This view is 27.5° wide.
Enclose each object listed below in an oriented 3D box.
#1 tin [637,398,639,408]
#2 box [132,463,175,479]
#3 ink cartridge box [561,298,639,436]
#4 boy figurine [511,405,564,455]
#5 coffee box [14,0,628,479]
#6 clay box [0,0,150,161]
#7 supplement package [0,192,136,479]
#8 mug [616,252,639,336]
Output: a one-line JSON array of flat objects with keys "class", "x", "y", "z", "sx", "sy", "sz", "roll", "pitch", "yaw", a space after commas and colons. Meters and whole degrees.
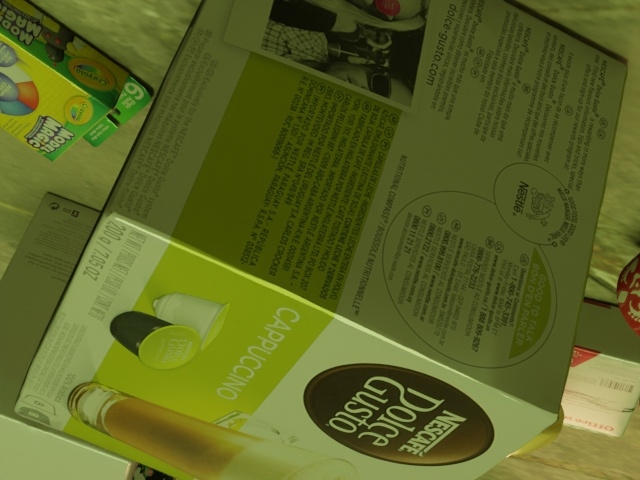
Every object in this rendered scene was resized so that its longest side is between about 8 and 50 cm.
[{"class": "tin", "x": 0.413, "y": 0.182, "z": 1.370, "sx": 0.190, "sy": 0.040, "sz": 0.106, "roll": 39, "pitch": 144, "yaw": -26}, {"class": "box", "x": -0.256, "y": 0.353, "z": 1.890, "sx": 0.083, "sy": 0.052, "sz": 0.062, "roll": 18, "pitch": 145, "yaw": 4}, {"class": "ink cartridge box", "x": 0.274, "y": 0.130, "z": 1.337, "sx": 0.109, "sy": 0.063, "sz": 0.150, "roll": 14, "pitch": 145, "yaw": 8}, {"class": "boy figurine", "x": 0.126, "y": 0.166, "z": 1.371, "sx": 0.092, "sy": 0.177, "sz": 0.285, "roll": 5, "pitch": 174, "yaw": -43}, {"class": "coffee box", "x": 0.000, "y": 0.000, "z": 1.050, "sx": 0.334, "sy": 0.338, "sz": 0.337, "roll": 25, "pitch": 145, "yaw": -9}, {"class": "clay box", "x": -0.279, "y": -0.156, "z": 1.214, "sx": 0.222, "sy": 0.053, "sz": 0.127, "roll": 35, "pitch": 142, "yaw": -20}, {"class": "supplement package", "x": -0.261, "y": 0.133, "z": 1.412, "sx": 0.199, "sy": 0.262, "sz": 0.198, "roll": 21, "pitch": 145, "yaw": -2}, {"class": "mug", "x": 0.354, "y": 0.031, "z": 1.131, "sx": 0.150, "sy": 0.113, "sz": 0.169, "roll": 27, "pitch": 147, "yaw": -8}]
